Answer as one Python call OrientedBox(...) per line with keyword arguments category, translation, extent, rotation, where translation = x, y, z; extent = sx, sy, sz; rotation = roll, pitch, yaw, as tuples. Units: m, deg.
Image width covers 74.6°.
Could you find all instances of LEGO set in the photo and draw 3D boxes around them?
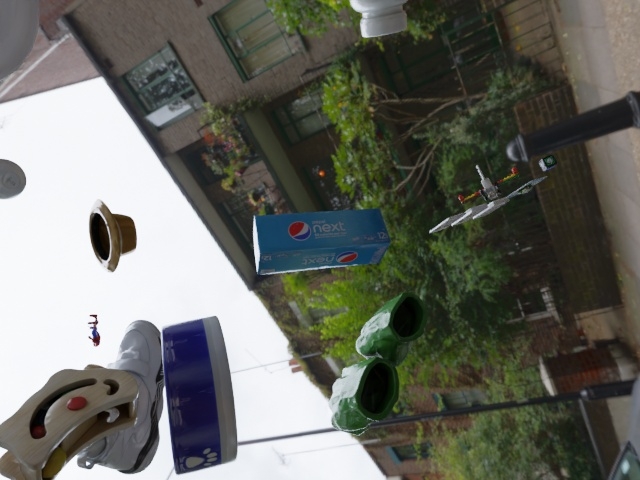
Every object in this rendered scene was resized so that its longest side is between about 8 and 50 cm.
OrientedBox(category="LEGO set", translation=(0.342, -0.100, 0.846), extent=(0.182, 0.244, 0.060), rotation=(-17, -105, -24))

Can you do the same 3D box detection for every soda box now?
OrientedBox(category="soda box", translation=(0.000, 0.000, 0.677), extent=(0.067, 0.209, 0.071), rotation=(108, 154, -55))

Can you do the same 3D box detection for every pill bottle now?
OrientedBox(category="pill bottle", translation=(0.149, -0.699, 1.082), extent=(0.169, 0.169, 0.302), rotation=(-71, -26, -55))

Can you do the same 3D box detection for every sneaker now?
OrientedBox(category="sneaker", translation=(-0.472, 0.347, 0.989), extent=(0.210, 0.137, 0.367), rotation=(61, -160, -61))

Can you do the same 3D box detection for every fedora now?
OrientedBox(category="fedora", translation=(-0.507, -0.014, 1.041), extent=(0.079, 0.194, 0.195), rotation=(-10, -99, -44))

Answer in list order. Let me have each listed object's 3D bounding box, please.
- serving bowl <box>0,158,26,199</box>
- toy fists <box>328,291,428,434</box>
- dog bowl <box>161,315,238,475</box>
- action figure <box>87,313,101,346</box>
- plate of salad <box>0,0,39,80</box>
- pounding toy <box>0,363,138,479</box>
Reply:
OrientedBox(category="serving bowl", translation=(-0.630, -0.121, 0.843), extent=(0.083, 0.027, 0.084), rotation=(9, -90, -68))
OrientedBox(category="toy fists", translation=(0.108, 0.225, 0.783), extent=(0.096, 0.142, 0.279), rotation=(37, -125, -6))
OrientedBox(category="dog bowl", translation=(-0.228, 0.280, 0.780), extent=(0.265, 0.104, 0.265), rotation=(173, 90, -70))
OrientedBox(category="action figure", translation=(-0.578, 0.236, 1.073), extent=(0.038, 0.030, 0.115), rotation=(-115, 30, -43))
OrientedBox(category="plate of salad", translation=(-0.377, -0.248, 0.398), extent=(0.199, 0.048, 0.200), rotation=(-38, -44, -50))
OrientedBox(category="pounding toy", translation=(-0.416, 0.328, 0.739), extent=(0.270, 0.154, 0.155), rotation=(-73, -4, -68))
